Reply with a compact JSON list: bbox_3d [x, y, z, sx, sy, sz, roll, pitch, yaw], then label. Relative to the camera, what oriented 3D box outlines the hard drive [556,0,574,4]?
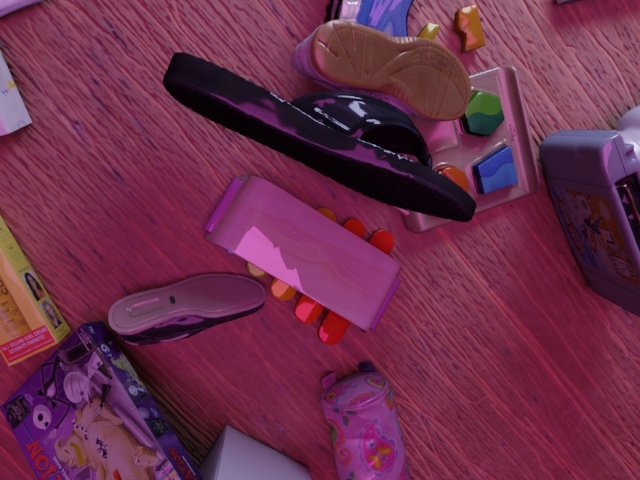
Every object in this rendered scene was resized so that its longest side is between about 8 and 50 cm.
[{"bbox_3d":[0.432,-0.530,0.761,0.203,0.040,0.307,-13,102,-4],"label":"hard drive"}]

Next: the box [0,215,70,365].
[{"bbox_3d":[-0.474,0.063,0.765,0.087,0.058,0.232,-24,103,-2],"label":"box"}]

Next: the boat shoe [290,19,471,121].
[{"bbox_3d":[0.088,-0.228,0.706,0.277,0.096,0.098,8,95,-33],"label":"boat shoe"}]

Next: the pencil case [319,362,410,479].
[{"bbox_3d":[0.079,0.357,0.857,0.124,0.124,0.284,-14,101,-3],"label":"pencil case"}]

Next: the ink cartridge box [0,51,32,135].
[{"bbox_3d":[-0.471,-0.206,0.685,0.092,0.090,0.143,-16,114,-3],"label":"ink cartridge box"}]

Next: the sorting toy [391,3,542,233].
[{"bbox_3d":[0.206,-0.184,0.795,0.229,0.041,0.307,-18,103,-3],"label":"sorting toy"}]

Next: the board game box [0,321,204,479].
[{"bbox_3d":[-0.308,0.316,0.746,0.208,0.056,0.347,-45,73,14],"label":"board game box"}]

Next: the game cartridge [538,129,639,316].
[{"bbox_3d":[0.428,-0.022,0.777,0.062,0.198,0.297,-27,102,-1],"label":"game cartridge"}]

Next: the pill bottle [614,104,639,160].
[{"bbox_3d":[0.558,-0.158,0.790,0.272,0.152,0.152,-26,102,0],"label":"pill bottle"}]

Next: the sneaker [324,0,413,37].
[{"bbox_3d":[0.102,-0.415,0.717,0.147,0.130,0.329,6,108,-15],"label":"sneaker"}]

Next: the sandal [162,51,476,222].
[{"bbox_3d":[0.023,-0.146,0.673,0.446,0.167,0.107,25,86,-11],"label":"sandal"}]

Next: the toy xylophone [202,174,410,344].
[{"bbox_3d":[0.000,0.000,0.790,0.323,0.081,0.236,40,79,-9],"label":"toy xylophone"}]

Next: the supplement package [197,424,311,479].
[{"bbox_3d":[-0.158,0.488,0.822,0.178,0.175,0.293,32,96,-9],"label":"supplement package"}]

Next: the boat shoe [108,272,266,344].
[{"bbox_3d":[-0.200,0.110,0.808,0.233,0.084,0.079,-12,140,-11],"label":"boat shoe"}]

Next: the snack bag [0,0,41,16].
[{"bbox_3d":[-0.561,-0.422,0.676,0.323,0.037,0.342,-25,105,0],"label":"snack bag"}]
